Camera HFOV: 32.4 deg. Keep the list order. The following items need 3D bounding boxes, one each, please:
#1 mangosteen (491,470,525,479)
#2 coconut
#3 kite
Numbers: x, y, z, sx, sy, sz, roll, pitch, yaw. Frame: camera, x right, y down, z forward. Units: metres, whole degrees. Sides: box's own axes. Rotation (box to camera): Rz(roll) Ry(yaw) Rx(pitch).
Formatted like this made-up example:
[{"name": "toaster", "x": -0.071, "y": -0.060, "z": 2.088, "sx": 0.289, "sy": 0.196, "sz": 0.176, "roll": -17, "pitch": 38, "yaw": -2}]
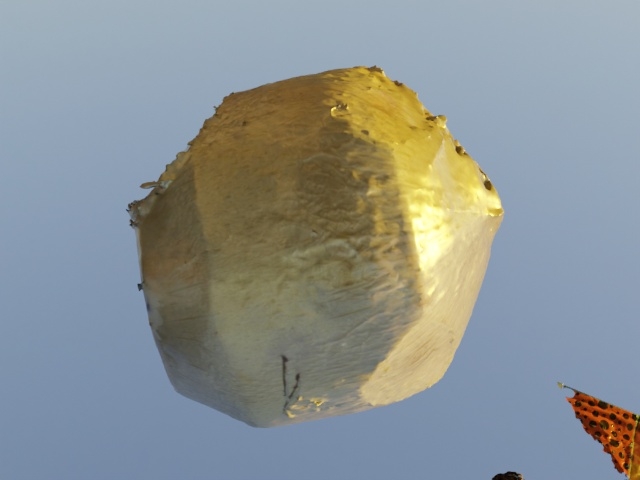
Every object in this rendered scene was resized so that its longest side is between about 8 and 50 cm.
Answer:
[{"name": "mangosteen", "x": 0.188, "y": 0.329, "z": 1.012, "sx": 0.172, "sy": 0.184, "sz": 0.172, "roll": 34, "pitch": -170, "yaw": -7}, {"name": "coconut", "x": 0.000, "y": 0.000, "z": 1.104, "sx": 0.360, "sy": 0.346, "sz": 0.346, "roll": -13, "pitch": -152, "yaw": -2}, {"name": "kite", "x": 0.286, "y": 0.187, "z": 0.847, "sx": 0.125, "sy": 0.008, "sz": 0.222, "roll": -15, "pitch": -118, "yaw": -27}]
